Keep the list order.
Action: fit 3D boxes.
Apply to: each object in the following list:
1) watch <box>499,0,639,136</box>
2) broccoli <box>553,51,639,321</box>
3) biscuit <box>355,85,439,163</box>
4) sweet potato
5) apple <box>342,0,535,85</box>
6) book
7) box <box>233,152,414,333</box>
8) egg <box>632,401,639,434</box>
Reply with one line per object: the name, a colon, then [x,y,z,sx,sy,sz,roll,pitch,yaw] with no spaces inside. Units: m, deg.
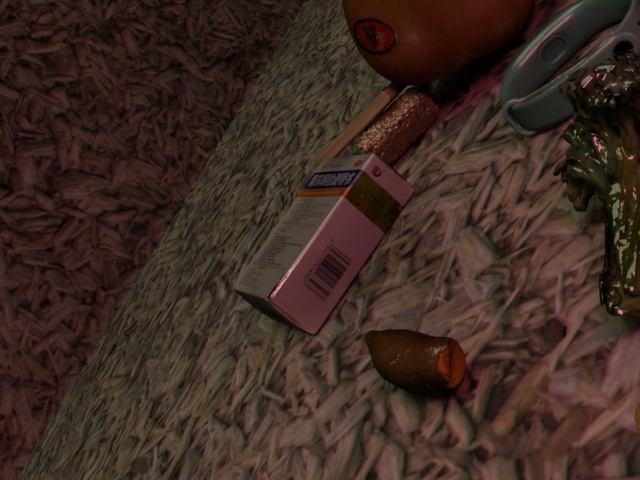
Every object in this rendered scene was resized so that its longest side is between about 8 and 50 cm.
watch: [0.349,-0.250,1.150,0.237,0.068,0.195,-42,24,12]
broccoli: [0.296,-0.059,0.824,0.198,0.177,0.275,10,75,61]
biscuit: [0.140,-0.198,1.480,0.168,0.082,0.070,-45,27,1]
sweet potato: [0.100,0.144,0.988,0.077,0.077,0.243,-56,14,-15]
apple: [0.192,-0.446,1.410,0.338,0.305,0.338,-25,15,7]
book: [0.101,-0.249,1.596,0.202,0.027,0.264,-43,4,32]
box: [0.000,0.000,1.393,0.299,0.106,0.200,-54,20,-12]
egg: [0.282,0.131,0.597,0.096,0.080,0.080,-43,21,29]
